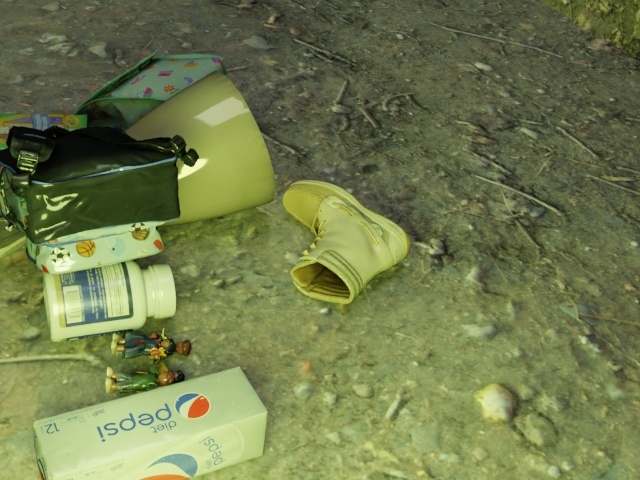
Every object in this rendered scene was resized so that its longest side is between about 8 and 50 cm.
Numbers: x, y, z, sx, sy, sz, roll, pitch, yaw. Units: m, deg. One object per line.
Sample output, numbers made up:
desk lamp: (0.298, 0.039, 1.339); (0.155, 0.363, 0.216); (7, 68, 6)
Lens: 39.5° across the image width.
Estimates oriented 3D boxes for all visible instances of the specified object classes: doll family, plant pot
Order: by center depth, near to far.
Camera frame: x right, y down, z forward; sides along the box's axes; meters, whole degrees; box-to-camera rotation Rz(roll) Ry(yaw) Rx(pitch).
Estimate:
doll family: (-0.244, 0.176, 1.285); (0.111, 0.076, 0.193); (-2, 35, -6)
plant pot: (-0.259, -0.130, 1.576); (0.274, 0.257, 0.256); (-26, 47, -17)

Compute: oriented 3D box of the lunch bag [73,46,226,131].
lunch bag: (-0.342, -0.283, 1.811); (0.262, 0.160, 0.223); (9, 37, 23)

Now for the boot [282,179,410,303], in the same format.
boot: (0.000, 0.000, 1.558); (0.262, 0.095, 0.203); (31, 43, 21)

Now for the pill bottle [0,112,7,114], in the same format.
pill bottle: (-0.629, -0.194, 1.682); (0.160, 0.087, 0.087); (-14, 42, -29)

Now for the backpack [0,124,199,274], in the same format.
backpack: (-0.359, -0.076, 1.343); (0.276, 0.213, 0.263); (-8, 26, -34)

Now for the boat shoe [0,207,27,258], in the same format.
boat shoe: (-0.582, -0.030, 1.397); (0.355, 0.130, 0.132); (-30, 49, -26)

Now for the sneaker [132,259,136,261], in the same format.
sneaker: (-0.385, -0.011, 1.512); (0.118, 0.083, 0.222); (2, 40, -25)

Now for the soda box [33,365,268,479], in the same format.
soda box: (-0.217, 0.260, 1.161); (0.286, 0.091, 0.098); (-12, 40, -27)

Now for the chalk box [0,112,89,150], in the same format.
chalk box: (-0.480, -0.142, 1.608); (0.212, 0.132, 0.132); (0, 37, -11)

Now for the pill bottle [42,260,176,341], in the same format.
pill bottle: (-0.320, 0.087, 1.353); (0.186, 0.112, 0.112); (-6, 39, -21)
